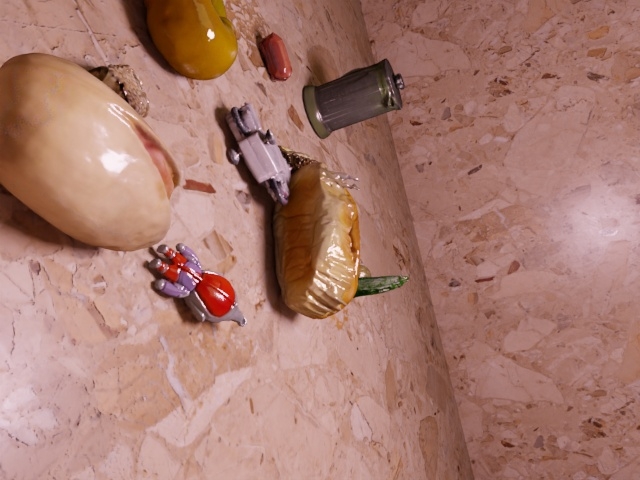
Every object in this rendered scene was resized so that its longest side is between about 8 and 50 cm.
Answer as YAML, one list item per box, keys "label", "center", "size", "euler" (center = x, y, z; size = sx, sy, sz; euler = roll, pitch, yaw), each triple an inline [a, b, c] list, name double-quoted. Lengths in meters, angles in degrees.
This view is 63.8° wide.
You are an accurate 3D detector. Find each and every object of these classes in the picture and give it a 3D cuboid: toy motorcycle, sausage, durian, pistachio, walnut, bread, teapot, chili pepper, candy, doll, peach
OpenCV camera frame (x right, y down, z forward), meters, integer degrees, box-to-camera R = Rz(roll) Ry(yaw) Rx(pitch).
- label: "toy motorcycle"
  center: [-0.145, -0.212, 1.267]
  size: [0.260, 0.110, 0.171]
  euler: [61, 8, -17]
- label: "sausage"
  center: [-0.132, -0.547, 1.542]
  size: [0.141, 0.076, 0.076]
  euler: [68, 22, -16]
- label: "durian"
  center: [-0.060, -0.201, 1.440]
  size: [0.188, 0.148, 0.091]
  euler: [-1, 112, -57]
- label: "pistachio"
  center: [-0.297, -0.106, 0.668]
  size: [0.299, 0.187, 0.188]
  euler: [53, 30, -55]
- label: "walnut"
  center: [0.137, 0.126, 1.789]
  size: [0.092, 0.092, 0.092]
  euler: [-14, 90, -69]
- label: "bread"
  center: [-0.010, 0.001, 1.309]
  size: [0.183, 0.236, 0.389]
  euler: [25, 62, -43]
- label: "teapot"
  center: [0.131, -0.527, 1.837]
  size: [0.200, 0.336, 0.271]
  euler: [57, 26, -42]
- label: "chili pepper"
  center: [0.176, 0.141, 1.667]
  size: [0.088, 0.226, 0.059]
  euler: [55, 28, -52]
- label: "candy"
  center: [-0.327, -0.233, 0.823]
  size: [0.110, 0.085, 0.095]
  euler: [-67, 148, -64]
- label: "doll"
  center: [-0.208, 0.091, 0.922]
  size: [0.227, 0.075, 0.102]
  euler: [46, 49, -36]
- label: "peach"
  center: [-0.263, -0.454, 1.054]
  size: [0.251, 0.153, 0.251]
  euler: [-13, 90, -86]
